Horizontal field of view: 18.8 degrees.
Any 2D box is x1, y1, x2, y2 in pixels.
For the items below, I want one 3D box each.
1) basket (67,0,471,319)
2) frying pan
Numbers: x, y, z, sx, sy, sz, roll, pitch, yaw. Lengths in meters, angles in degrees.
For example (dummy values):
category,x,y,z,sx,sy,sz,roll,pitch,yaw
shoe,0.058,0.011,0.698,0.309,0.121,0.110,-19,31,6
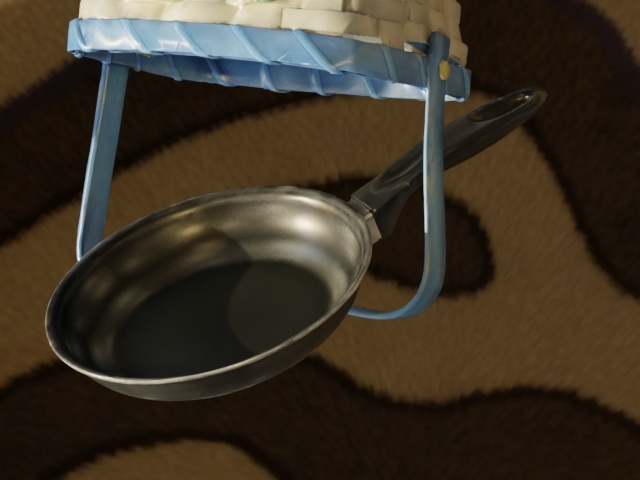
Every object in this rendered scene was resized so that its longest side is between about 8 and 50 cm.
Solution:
category,x,y,z,sx,sy,sz,roll,pitch,yaw
basket,-0.036,-0.101,1.200,0.255,0.201,0.288,3,93,28
frying pan,-0.024,-0.003,1.170,0.197,0.053,0.326,12,40,39
